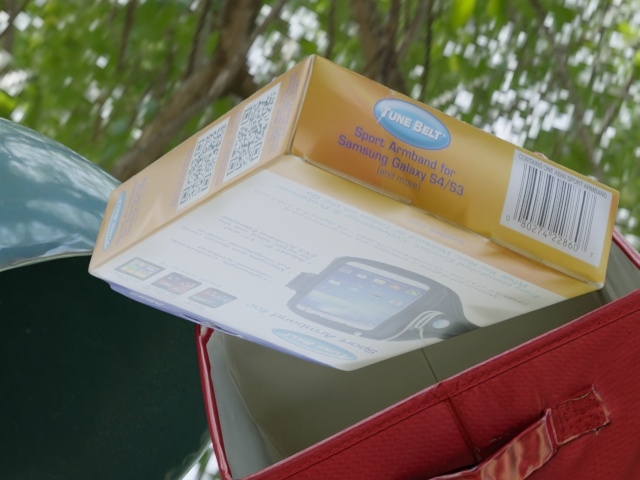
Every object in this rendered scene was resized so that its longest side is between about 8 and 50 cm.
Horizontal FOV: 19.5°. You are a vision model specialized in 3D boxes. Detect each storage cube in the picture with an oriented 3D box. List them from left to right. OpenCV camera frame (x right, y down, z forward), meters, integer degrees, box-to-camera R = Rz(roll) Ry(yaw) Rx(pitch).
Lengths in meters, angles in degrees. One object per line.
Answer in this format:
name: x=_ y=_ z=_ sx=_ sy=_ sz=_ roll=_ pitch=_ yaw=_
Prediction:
storage cube: x=0.071 y=0.105 z=0.806 sx=0.184 sy=0.215 sz=0.193 roll=-26 pitch=-69 yaw=1

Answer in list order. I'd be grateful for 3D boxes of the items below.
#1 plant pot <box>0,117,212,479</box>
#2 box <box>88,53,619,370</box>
plant pot: x=-0.210 y=0.041 z=0.942 sx=0.195 sy=0.290 sz=0.290 roll=55 pitch=-40 yaw=31
box: x=0.000 y=0.000 z=0.454 sx=0.081 sy=0.028 sz=0.136 roll=22 pitch=-20 yaw=-22
